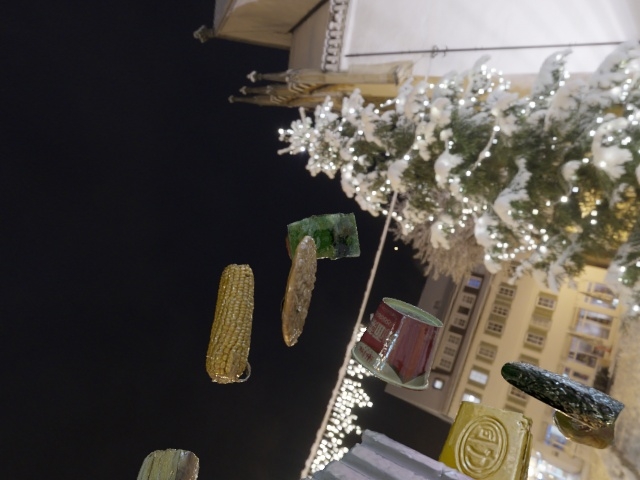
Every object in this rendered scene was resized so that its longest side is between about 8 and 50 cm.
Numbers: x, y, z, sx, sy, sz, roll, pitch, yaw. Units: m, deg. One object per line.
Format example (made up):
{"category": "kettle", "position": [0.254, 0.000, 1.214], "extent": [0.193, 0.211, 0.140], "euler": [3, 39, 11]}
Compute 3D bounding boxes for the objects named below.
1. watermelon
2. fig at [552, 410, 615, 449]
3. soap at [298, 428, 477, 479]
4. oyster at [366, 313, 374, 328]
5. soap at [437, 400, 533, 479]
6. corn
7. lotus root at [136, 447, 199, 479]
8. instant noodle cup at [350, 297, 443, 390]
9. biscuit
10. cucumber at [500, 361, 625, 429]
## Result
{"category": "watermelon", "position": [0.004, 0.013, 1.681], "extent": [0.302, 0.263, 0.151], "euler": [125, 135, -74]}
{"category": "fig", "position": [0.696, 0.471, 1.175], "extent": [0.144, 0.154, 0.166], "euler": [-47, -2, -33]}
{"category": "soap", "position": [0.135, 0.465, 0.705], "extent": [0.257, 0.302, 0.159], "euler": [3, -87, -51]}
{"category": "oyster", "position": [0.310, 0.414, 1.747], "extent": [0.100, 0.274, 0.271], "euler": [69, -143, -59]}
{"category": "soap", "position": [0.418, 0.560, 1.119], "extent": [0.324, 0.204, 0.096], "euler": [-38, -58, -51]}
{"category": "corn", "position": [-0.208, 0.189, 1.053], "extent": [0.106, 0.106, 0.294], "euler": [36, -129, -54]}
{"category": "lotus root", "position": [-0.510, 0.797, 1.502], "extent": [0.138, 0.234, 0.119], "euler": [53, -147, -32]}
{"category": "instant noodle cup", "position": [0.221, 0.276, 1.223], "extent": [0.234, 0.234, 0.179], "euler": [12, -79, -56]}
{"category": "biscuit", "position": [-0.040, 0.097, 0.867], "extent": [0.220, 0.033, 0.220], "euler": [10, -90, -81]}
{"category": "cucumber", "position": [0.504, 0.321, 0.940], "extent": [0.074, 0.241, 0.075], "euler": [-13, -68, -37]}
